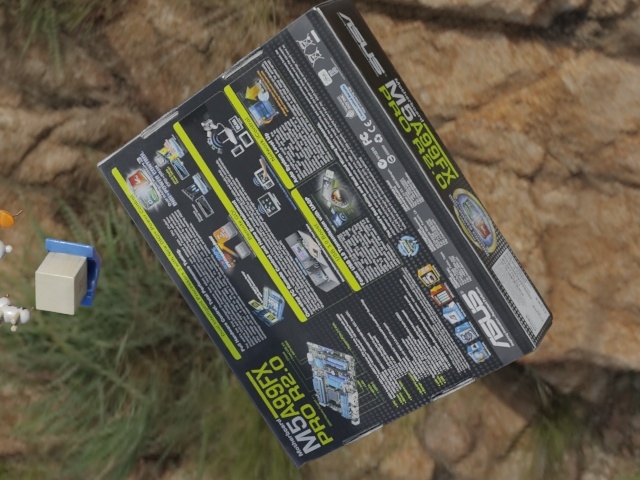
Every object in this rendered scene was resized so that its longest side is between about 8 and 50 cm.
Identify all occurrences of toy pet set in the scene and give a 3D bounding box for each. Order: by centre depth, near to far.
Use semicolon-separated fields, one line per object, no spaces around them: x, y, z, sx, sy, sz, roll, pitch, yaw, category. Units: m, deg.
-0.255;0.016;1.088;0.114;0.065;0.122;9;120;4;toy pet set

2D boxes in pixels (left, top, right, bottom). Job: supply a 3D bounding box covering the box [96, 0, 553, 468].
0.000;0.000;0.877;0.216;0.060;0.270;-32;93;29;box
